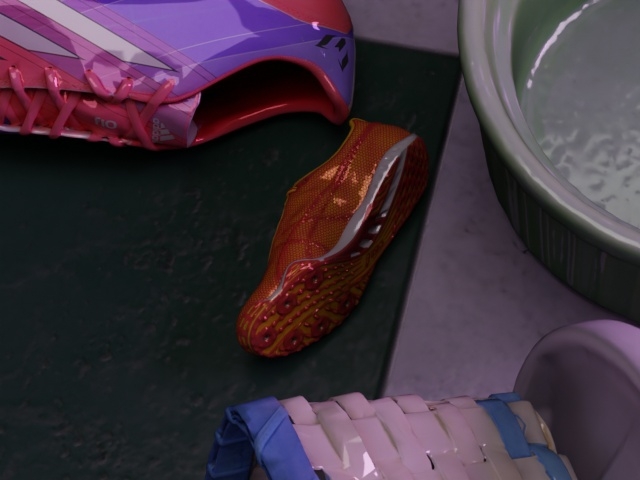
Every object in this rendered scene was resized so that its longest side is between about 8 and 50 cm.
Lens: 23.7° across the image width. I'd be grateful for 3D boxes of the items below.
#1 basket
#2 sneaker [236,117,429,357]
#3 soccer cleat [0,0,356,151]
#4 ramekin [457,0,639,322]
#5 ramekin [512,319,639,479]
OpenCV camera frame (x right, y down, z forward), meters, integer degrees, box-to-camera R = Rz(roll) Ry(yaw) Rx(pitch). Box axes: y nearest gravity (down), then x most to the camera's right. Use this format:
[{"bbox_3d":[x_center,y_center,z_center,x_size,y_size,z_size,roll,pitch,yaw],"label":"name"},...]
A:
[{"bbox_3d":[-0.023,0.197,0.711,0.289,0.254,0.201,-15,57,-25],"label":"basket"},{"bbox_3d":[0.000,0.000,0.922,0.067,0.064,0.175,18,58,34],"label":"sneaker"},{"bbox_3d":[-0.134,-0.104,0.952,0.318,0.108,0.116,-11,64,-5],"label":"soccer cleat"},{"bbox_3d":[0.231,-0.092,0.887,0.303,0.148,0.303,-2,66,4],"label":"ramekin"},{"bbox_3d":[0.194,0.162,0.710,0.127,0.273,0.273,-11,62,-14],"label":"ramekin"}]
